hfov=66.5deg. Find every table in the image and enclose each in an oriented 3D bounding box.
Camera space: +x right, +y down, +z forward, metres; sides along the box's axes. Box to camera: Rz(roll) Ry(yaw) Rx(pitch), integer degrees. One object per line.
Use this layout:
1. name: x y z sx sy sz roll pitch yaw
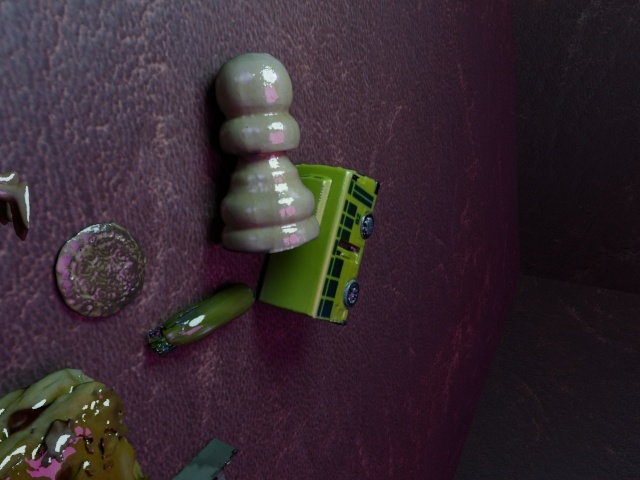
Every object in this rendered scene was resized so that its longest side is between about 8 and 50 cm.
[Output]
1. table: -0.181 0.413 0.714 0.175 0.063 0.146 -37 128 -49

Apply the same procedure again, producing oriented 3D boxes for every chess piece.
1. chess piece: -0.081 -0.120 0.672 0.143 0.143 0.260 -26 116 -53

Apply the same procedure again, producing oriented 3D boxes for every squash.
1. squash: -0.157 0.105 0.683 0.183 0.052 0.052 -26 120 -49

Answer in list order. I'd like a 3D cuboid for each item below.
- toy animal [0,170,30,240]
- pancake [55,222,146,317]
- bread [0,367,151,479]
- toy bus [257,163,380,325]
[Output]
1. toy animal: -0.319 -0.051 0.356 0.179 0.089 0.188 -1 105 -43
2. pancake: -0.245 0.033 0.555 0.115 0.011 0.114 -22 117 -54
3. bread: -0.289 0.307 0.415 0.324 0.167 0.277 -28 122 -51
4. toy bus: 0.000 0.000 0.827 0.150 0.128 0.262 23 79 -58
